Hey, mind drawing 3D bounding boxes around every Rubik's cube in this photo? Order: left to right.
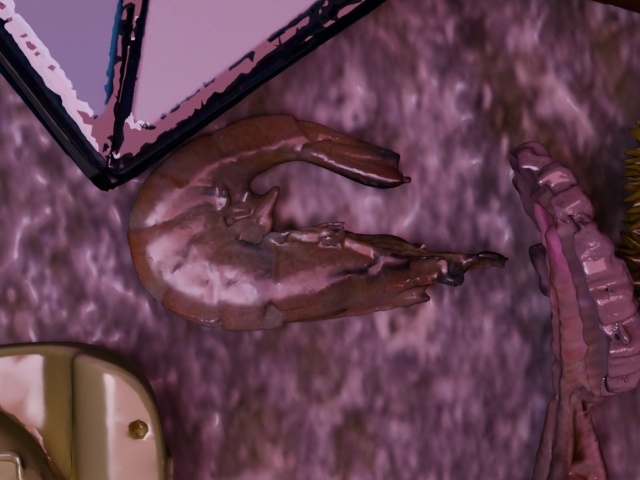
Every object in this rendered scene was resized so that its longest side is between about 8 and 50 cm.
[{"bbox_3d":[-0.104,-0.190,0.764,0.248,0.246,0.250,-38,97,-7],"label":"Rubik's cube"}]

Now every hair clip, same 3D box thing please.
[{"bbox_3d":[0.171,0.084,0.879,0.069,0.173,0.300,-7,114,-10],"label":"hair clip"}]

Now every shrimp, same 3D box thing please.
[{"bbox_3d":[-0.005,-0.016,0.886,0.254,0.059,0.145,-9,85,-7],"label":"shrimp"}]

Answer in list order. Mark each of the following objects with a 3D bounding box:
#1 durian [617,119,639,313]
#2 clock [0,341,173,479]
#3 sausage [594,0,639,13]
[{"bbox_3d":[0.336,0.000,0.862,0.291,0.225,0.291,-1,93,-16],"label":"durian"},{"bbox_3d":[-0.267,0.214,0.810,0.349,0.117,0.286,-2,91,-10],"label":"clock"},{"bbox_3d":[0.243,-0.205,0.908,0.349,0.094,0.097,11,103,-12],"label":"sausage"}]
